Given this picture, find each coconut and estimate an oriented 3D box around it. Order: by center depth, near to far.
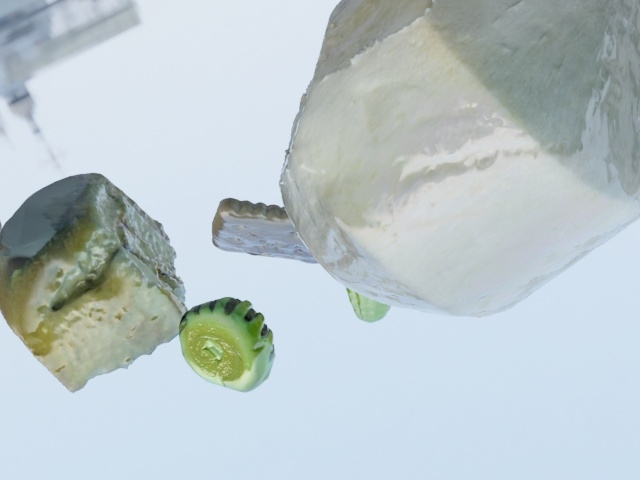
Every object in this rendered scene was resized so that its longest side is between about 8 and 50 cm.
[{"bbox_3d":[0.157,-0.132,1.418,0.415,0.344,0.415,-40,-150,29],"label":"coconut"}]

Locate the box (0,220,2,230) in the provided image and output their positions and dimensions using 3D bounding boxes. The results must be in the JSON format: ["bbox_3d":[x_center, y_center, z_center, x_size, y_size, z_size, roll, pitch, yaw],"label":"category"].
[{"bbox_3d":[-0.412,-0.025,1.447,0.177,0.111,0.111,-8,-160,-17],"label":"box"}]

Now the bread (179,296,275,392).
[{"bbox_3d":[-0.121,0.136,1.910,0.139,0.130,0.071,-7,-168,34],"label":"bread"}]

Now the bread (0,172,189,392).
[{"bbox_3d":[-0.383,0.028,2.317,0.239,0.264,0.395,-33,-152,6],"label":"bread"}]

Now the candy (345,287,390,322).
[{"bbox_3d":[0.070,0.007,1.811,0.096,0.210,0.097,4,-158,-1],"label":"candy"}]

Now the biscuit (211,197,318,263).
[{"bbox_3d":[0.000,0.000,2.130,0.324,0.044,0.217,8,166,-5],"label":"biscuit"}]
